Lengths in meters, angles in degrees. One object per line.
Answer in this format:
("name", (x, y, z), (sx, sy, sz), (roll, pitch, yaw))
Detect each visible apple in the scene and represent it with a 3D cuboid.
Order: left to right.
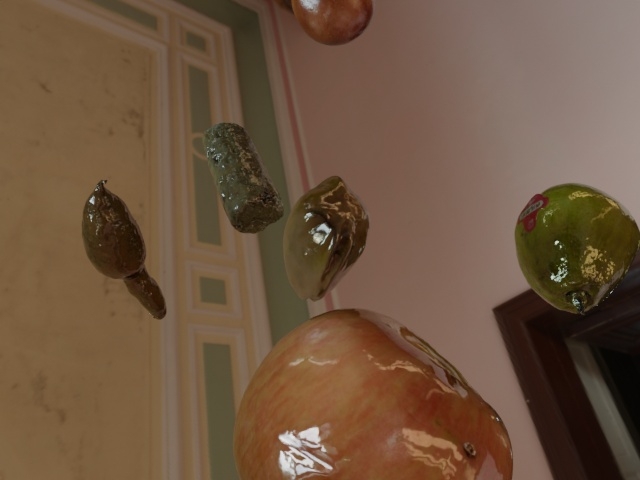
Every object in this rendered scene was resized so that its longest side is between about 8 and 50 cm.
("apple", (0.029, -0.567, 1.222), (0.162, 0.201, 0.201), (62, -163, -55))
("apple", (0.059, 0.292, 0.765), (0.391, 0.346, 0.391), (43, -176, -4))

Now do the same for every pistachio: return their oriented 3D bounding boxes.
("pistachio", (0.000, 0.000, 1.062), (0.162, 0.261, 0.213), (16, -136, -17))

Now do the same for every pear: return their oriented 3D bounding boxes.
("pear", (0.630, 0.031, 1.298), (0.287, 0.287, 0.375), (33, -133, -18))

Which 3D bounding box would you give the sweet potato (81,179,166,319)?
("sweet potato", (-0.266, 0.021, 0.693), (0.074, 0.270, 0.075), (-2, -132, 2))

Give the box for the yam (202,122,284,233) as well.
("yam", (-0.111, -0.092, 0.723), (0.078, 0.078, 0.179), (9, -137, -38))
